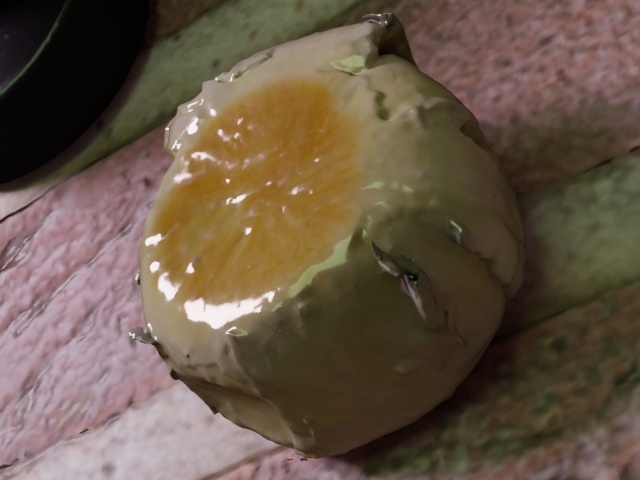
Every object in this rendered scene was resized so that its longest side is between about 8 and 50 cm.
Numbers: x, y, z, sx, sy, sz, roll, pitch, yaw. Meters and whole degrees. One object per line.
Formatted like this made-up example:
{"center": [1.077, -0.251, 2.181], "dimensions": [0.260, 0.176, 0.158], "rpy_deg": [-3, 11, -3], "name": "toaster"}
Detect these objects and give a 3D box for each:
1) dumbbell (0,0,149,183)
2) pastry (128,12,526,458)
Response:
{"center": [-0.202, -0.138, 0.861], "dimensions": [0.152, 0.218, 0.152], "rpy_deg": [-22, 49, 27], "name": "dumbbell"}
{"center": [0.000, 0.000, 0.700], "dimensions": [0.166, 0.088, 0.166], "rpy_deg": [-20, 51, 26], "name": "pastry"}
